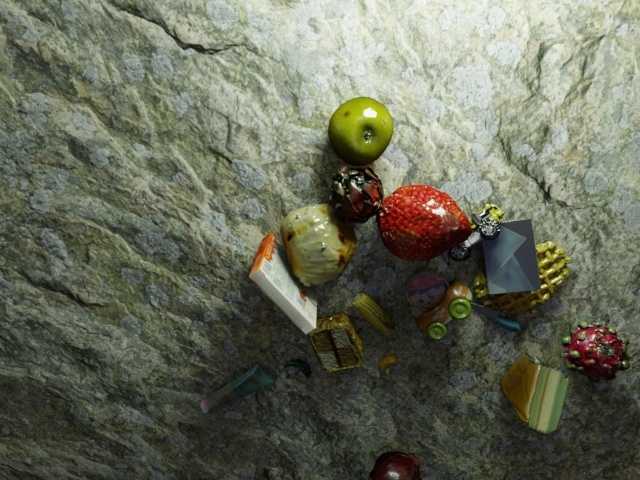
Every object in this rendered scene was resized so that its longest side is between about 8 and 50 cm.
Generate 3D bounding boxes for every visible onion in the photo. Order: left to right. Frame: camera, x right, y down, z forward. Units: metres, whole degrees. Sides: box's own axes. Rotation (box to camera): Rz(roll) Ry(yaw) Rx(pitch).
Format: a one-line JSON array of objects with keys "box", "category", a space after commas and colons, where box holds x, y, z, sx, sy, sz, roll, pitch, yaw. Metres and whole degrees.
[{"box": [0.315, 1.053, 1.739, 0.221, 0.281, 0.281, 41, 115, 30], "category": "onion"}]

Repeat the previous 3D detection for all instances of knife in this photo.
[{"box": [0.633, 0.274, 1.481, 0.244, 0.032, 0.058, 28, 148, -9], "category": "knife"}]

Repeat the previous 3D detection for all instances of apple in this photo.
[{"box": [0.117, -0.314, 1.166, 0.196, 0.157, 0.196, -3, 115, -8], "category": "apple"}]

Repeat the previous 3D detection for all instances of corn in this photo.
[{"box": [0.197, 0.270, 1.469, 0.072, 0.072, 0.203, -41, 108, 16], "category": "corn"}]

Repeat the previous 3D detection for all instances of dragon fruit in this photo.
[{"box": [0.108, -0.138, 1.207, 0.188, 0.182, 0.182, -5, 122, -44], "category": "dragon fruit"}, {"box": [1.010, 0.419, 1.460, 0.273, 0.198, 0.218, 42, 99, -17], "category": "dragon fruit"}]

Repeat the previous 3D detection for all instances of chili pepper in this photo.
[{"box": [-0.082, 0.502, 1.592, 0.118, 0.035, 0.055, 27, 95, -15], "category": "chili pepper"}]

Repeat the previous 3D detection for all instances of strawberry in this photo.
[{"box": [0.310, -0.056, 1.208, 0.250, 0.288, 0.238, -35, 100, -7], "category": "strawberry"}]

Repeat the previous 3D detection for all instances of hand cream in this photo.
[{"box": [-0.337, 0.608, 1.625, 0.312, 0.070, 0.111, -33, 107, 10], "category": "hand cream"}]

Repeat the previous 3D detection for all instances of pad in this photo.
[{"box": [0.633, 0.055, 1.342, 0.163, 0.004, 0.243, -8, 93, 16], "category": "pad"}]

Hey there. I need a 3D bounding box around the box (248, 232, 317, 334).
[{"box": [-0.107, 0.130, 1.299, 0.048, 0.273, 0.265, -37, 108, 15], "category": "box"}]

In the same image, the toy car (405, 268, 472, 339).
[{"box": [0.395, 0.207, 1.419, 0.235, 0.145, 0.235, 4, 103, 16], "category": "toy car"}]

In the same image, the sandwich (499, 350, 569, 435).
[{"box": [0.822, 0.563, 1.505, 0.155, 0.227, 0.198, 23, 112, -10], "category": "sandwich"}]

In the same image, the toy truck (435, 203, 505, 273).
[{"box": [0.477, -0.004, 1.317, 0.286, 0.136, 0.111, -42, 73, 19], "category": "toy truck"}]

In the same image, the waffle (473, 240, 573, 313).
[{"box": [0.707, 0.130, 1.408, 0.307, 0.060, 0.312, 20, 113, -10], "category": "waffle"}]

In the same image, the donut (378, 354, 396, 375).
[{"box": [0.268, 0.491, 1.582, 0.083, 0.038, 0.067, -23, 109, 12], "category": "donut"}]

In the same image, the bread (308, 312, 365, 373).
[{"box": [0.060, 0.381, 1.504, 0.181, 0.096, 0.222, -19, 110, 9], "category": "bread"}]

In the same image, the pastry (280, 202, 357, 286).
[{"box": [0.008, 0.005, 1.268, 0.236, 0.170, 0.256, -16, 89, -10], "category": "pastry"}]
